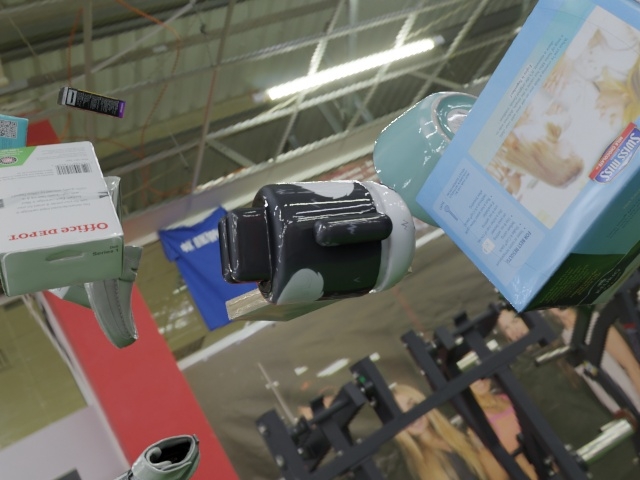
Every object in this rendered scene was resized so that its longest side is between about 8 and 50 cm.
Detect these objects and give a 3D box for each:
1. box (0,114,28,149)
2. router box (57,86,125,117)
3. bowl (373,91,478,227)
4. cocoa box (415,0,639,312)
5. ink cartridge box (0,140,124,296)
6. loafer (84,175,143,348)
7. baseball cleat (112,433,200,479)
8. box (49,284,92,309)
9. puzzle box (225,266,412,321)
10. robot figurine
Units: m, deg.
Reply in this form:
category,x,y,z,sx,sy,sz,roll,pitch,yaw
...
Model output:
category,x,y,z,sx,sy,sz,roll,pitch,yaw
box,-0.600,-0.161,1.198,0.060,0.100,0.244,5,-4,-35
router box,-0.559,-0.335,1.580,0.133,0.046,0.179,10,7,-29
bowl,0.285,-0.192,1.375,0.311,0.311,0.163,-24,-20,-31
cocoa box,0.333,-0.111,0.811,0.228,0.231,0.347,-1,-48,-40
ink cartridge box,-0.385,-0.037,0.927,0.160,0.219,0.092,-10,-41,-26
loafer,-0.379,0.037,1.192,0.111,0.319,0.112,-14,3,-10
baseball cleat,-0.234,0.302,0.780,0.206,0.072,0.109,-38,-21,-33
box,-0.550,0.046,1.374,0.119,0.181,0.182,-61,-7,-11
puzzle box,0.001,0.117,1.643,0.409,0.052,0.272,-24,-19,24
robot figurine,-0.001,-0.002,0.925,0.278,0.209,0.173,-4,-56,-19
